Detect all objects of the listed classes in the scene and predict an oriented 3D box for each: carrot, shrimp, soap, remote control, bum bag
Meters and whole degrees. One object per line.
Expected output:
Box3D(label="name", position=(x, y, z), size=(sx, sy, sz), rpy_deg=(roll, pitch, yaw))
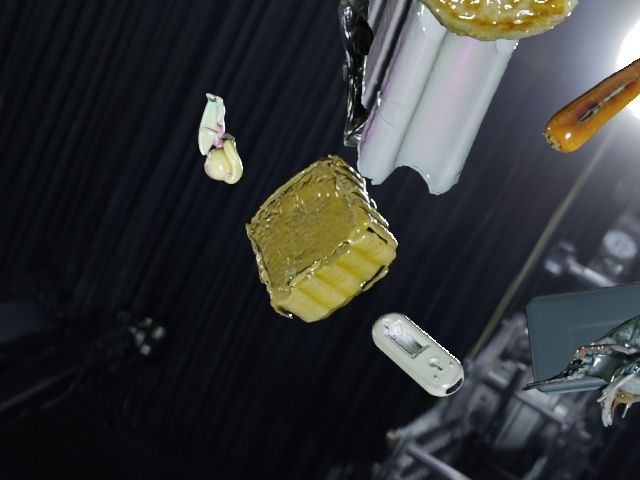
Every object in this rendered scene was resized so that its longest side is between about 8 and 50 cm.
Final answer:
Box3D(label="carrot", position=(0.278, -0.140, 1.064), size=(0.037, 0.190, 0.037), rpy_deg=(50, 165, 18))
Box3D(label="shrimp", position=(0.420, 0.161, 1.477), size=(0.172, 0.372, 0.137), rpy_deg=(-13, -106, -62))
Box3D(label="soap", position=(0.131, -0.258, 1.565), size=(0.158, 0.302, 0.258), rpy_deg=(3, -134, -20))
Box3D(label="remote control", position=(0.176, 0.204, 2.167), size=(0.221, 0.078, 0.042), rpy_deg=(40, 159, 42))
Box3D(label="bum bag", position=(0.082, -0.260, 1.755), size=(0.102, 0.248, 0.069), rpy_deg=(-11, -159, -28))

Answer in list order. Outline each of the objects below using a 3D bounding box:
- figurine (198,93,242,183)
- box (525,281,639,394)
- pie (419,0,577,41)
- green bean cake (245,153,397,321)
Box3D(label="figurine", position=(-0.197, -0.200, 2.329), size=(0.083, 0.187, 0.083), rpy_deg=(-5, 169, -1))
Box3D(label="box", position=(0.442, 0.153, 1.851), size=(0.230, 0.160, 0.050), rpy_deg=(-9, 165, 20))
Box3D(label="pie", position=(0.148, -0.265, 1.055), size=(0.193, 0.163, 0.079), rpy_deg=(35, 180, -1))
Box3D(label="green bean cake", position=(0.000, 0.000, 1.981), size=(0.131, 0.229, 0.224), rpy_deg=(33, -155, -44))
